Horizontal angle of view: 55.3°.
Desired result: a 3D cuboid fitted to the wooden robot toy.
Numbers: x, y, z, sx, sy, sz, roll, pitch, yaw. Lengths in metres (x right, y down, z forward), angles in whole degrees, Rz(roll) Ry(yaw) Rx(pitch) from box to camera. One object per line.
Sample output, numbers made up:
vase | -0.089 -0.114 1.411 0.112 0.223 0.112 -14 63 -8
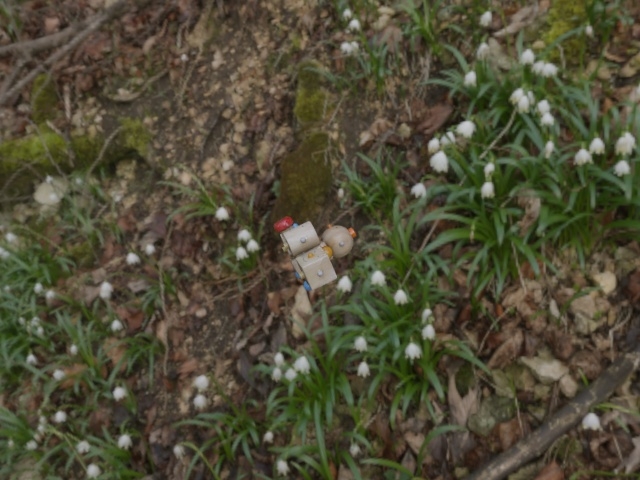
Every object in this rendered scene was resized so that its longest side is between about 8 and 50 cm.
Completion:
wooden robot toy | 0.000 0.000 0.657 0.079 0.076 0.173 -26 7 -6
